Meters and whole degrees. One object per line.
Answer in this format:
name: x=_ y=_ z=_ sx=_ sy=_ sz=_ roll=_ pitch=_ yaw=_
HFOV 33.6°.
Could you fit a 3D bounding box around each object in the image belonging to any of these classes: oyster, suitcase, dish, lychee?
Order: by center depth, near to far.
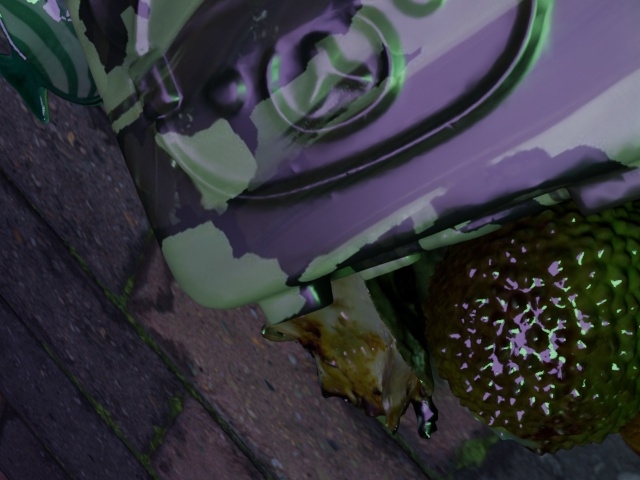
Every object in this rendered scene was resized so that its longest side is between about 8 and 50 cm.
suitcase: x=0.031 y=-0.158 z=0.553 sx=0.351 sy=0.194 sz=0.339 roll=-23 pitch=90 yaw=36
lychee: x=0.146 y=0.039 z=0.649 sx=0.171 sy=0.171 sz=0.171 roll=28 pitch=136 yaw=31
oyster: x=-0.006 y=-0.010 z=0.825 sx=0.221 sy=0.096 sz=0.361 roll=-2 pitch=117 yaw=54
dish: x=-0.208 y=-0.209 z=0.902 sx=0.224 sy=0.078 sz=0.246 roll=50 pitch=143 yaw=7

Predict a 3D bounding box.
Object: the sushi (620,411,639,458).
sushi: x=0.239 y=0.119 z=0.683 sx=0.120 sy=0.055 sz=0.052 roll=-11 pitch=64 yaw=44
